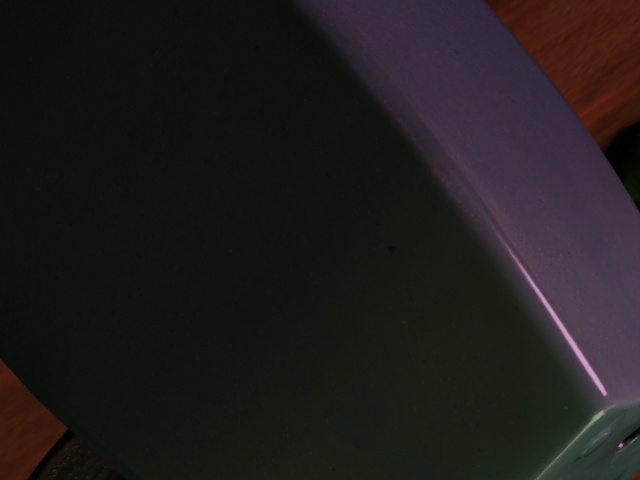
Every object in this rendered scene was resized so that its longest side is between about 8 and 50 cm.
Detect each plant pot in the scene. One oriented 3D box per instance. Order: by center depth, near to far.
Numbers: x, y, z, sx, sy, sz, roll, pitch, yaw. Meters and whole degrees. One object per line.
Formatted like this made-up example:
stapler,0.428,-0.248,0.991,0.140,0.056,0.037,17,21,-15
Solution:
plant pot,0.000,0.000,0.570,0.165,0.234,0.166,-50,156,20

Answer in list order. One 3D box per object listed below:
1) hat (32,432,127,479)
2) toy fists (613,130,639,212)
hat,-0.001,0.146,0.970,0.331,0.134,0.331,-32,150,-21
toy fists,0.270,-0.023,1.177,0.279,0.096,0.142,-24,154,-40
